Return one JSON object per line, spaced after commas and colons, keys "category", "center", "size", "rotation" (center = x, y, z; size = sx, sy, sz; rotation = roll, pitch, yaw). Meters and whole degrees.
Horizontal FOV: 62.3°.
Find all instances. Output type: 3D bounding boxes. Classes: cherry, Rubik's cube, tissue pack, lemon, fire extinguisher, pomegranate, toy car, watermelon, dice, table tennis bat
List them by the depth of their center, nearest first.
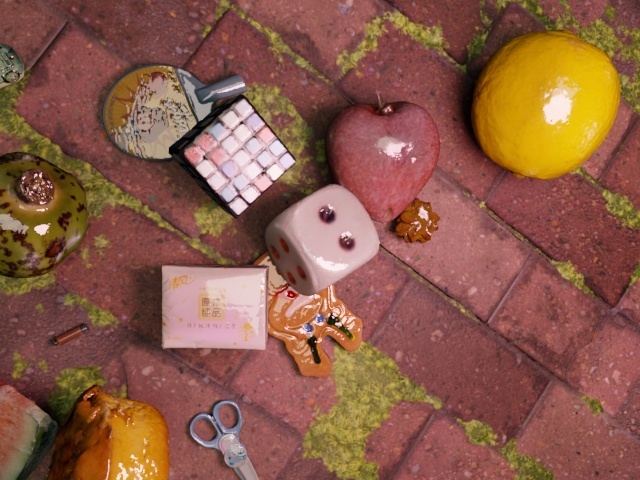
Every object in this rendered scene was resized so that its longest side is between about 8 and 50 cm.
{"category": "pomegranate", "center": [-0.584, -0.055, 1.043], "size": [0.254, 0.270, 0.254], "rotation": [15, 64, -32]}
{"category": "toy car", "center": [-0.718, -0.344, 1.103], "size": [0.186, 0.058, 0.093], "rotation": [-36, 99, -21]}
{"category": "watermelon", "center": [-0.686, 0.374, 1.114], "size": [0.257, 0.140, 0.193], "rotation": [34, 89, -2]}
{"category": "Rubik's cube", "center": [-0.194, -0.183, 1.142], "size": [0.182, 0.184, 0.187], "rotation": [-44, 115, -8]}
{"category": "fire extinguisher", "center": [-0.559, 0.210, 1.178], "size": [0.083, 0.022, 0.028], "rotation": [-27, 59, -10]}
{"category": "tissue pack", "center": [-0.230, 0.145, 1.179], "size": [0.225, 0.124, 0.185], "rotation": [1, 91, -1]}
{"category": "dice", "center": [0.000, 0.000, 1.183], "size": [0.194, 0.193, 0.192], "rotation": [-31, 87, -27]}
{"category": "table tennis bat", "center": [-0.327, -0.304, 1.201], "size": [0.329, 0.044, 0.215], "rotation": [-23, 96, -9]}
{"category": "cherry", "center": [0.142, -0.191, 1.219], "size": [0.261, 0.221, 0.307], "rotation": [-5, 105, -6]}
{"category": "lemon", "center": [0.517, -0.315, 1.242], "size": [0.348, 0.348, 0.348], "rotation": [0, 92, -12]}

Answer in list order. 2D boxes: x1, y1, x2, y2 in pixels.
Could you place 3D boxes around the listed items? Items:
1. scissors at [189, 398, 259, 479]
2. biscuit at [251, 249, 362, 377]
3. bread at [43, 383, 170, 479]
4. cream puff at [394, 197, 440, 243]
{"category": "scissors", "center": [-0.205, 0.507, 1.261], "size": [0.125, 0.030, 0.256], "rotation": [-29, 96, -8]}
{"category": "biscuit", "center": [-0.042, 0.167, 1.276], "size": [0.202, 0.047, 0.334], "rotation": [-37, 99, -8]}
{"category": "bread", "center": [-0.439, 0.484, 1.079], "size": [0.204, 0.337, 0.358], "rotation": [14, 91, -36]}
{"category": "cream puff", "center": [0.238, -0.047, 1.305], "size": [0.122, 0.094, 0.116], "rotation": [-8, 91, -8]}
